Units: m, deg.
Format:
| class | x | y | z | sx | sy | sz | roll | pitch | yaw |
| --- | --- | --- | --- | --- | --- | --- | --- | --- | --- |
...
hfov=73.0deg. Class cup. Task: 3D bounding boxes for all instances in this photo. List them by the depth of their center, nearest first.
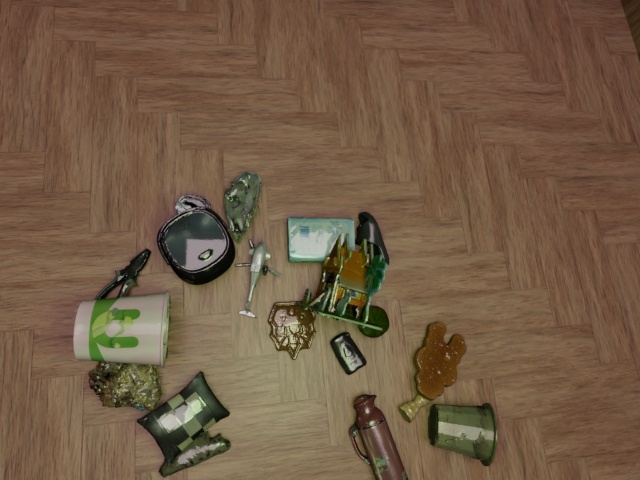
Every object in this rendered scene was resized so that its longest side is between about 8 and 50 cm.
| class | x | y | z | sx | sy | sz | roll | pitch | yaw |
| --- | --- | --- | --- | --- | --- | --- | --- | --- | --- |
| cup | -0.634 | 0.288 | 1.413 | 0.273 | 0.253 | 0.254 | 3 | 75 | -15 |

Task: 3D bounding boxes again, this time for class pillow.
| class | x | y | z | sx | sy | sz | roll | pitch | yaw |
| --- | --- | --- | --- | --- | --- | --- | --- | --- | --- |
| pillow | -0.451 | 0.587 | 1.442 | 0.249 | 0.106 | 0.186 | -33 | 93 | -28 |
| pillow | -0.427 | 0.704 | 1.454 | 0.240 | 0.051 | 0.093 | -19 | 70 | -12 |

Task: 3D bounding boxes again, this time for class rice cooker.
| class | x | y | z | sx | sy | sz | roll | pitch | yaw |
| --- | --- | --- | --- | --- | --- | --- | --- | --- | --- |
| rice cooker | -0.435 | 0.022 | 1.546 | 0.266 | 0.224 | 0.268 | 2 | 77 | -8 |

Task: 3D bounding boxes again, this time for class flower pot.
| class | x | y | z | sx | sy | sz | roll | pitch | yaw |
| --- | --- | --- | --- | --- | --- | --- | --- | --- | --- |
| flower pot | 0.500 | 0.675 | 1.543 | 0.202 | 0.212 | 0.213 | 8 | 74 | 1 |

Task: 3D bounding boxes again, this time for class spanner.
| class | x | y | z | sx | sy | sz | roll | pitch | yaw |
| --- | --- | --- | --- | --- | --- | --- | --- | --- | --- |
| spanner | -0.716 | 0.164 | 1.549 | 0.095 | 0.040 | 0.325 | 29 | 68 | 6 |

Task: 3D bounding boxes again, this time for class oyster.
| class | x | y | z | sx | sy | sz | roll | pitch | yaw |
| --- | --- | --- | --- | --- | --- | --- | --- | --- | --- |
| oyster | -0.650 | 0.479 | 1.460 | 0.198 | 0.092 | 0.260 | -42 | 82 | -21 |
| oyster | -0.293 | -0.145 | 1.684 | 0.199 | 0.087 | 0.252 | -27 | 74 | -5 |

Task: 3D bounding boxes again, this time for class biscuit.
| class | x | y | z | sx | sy | sz | roll | pitch | yaw |
| --- | --- | --- | --- | --- | --- | --- | --- | --- | --- |
| biscuit | -0.103 | 0.334 | 1.615 | 0.182 | 0.034 | 0.216 | -3 | 76 | -10 |
| biscuit | 0.444 | 0.462 | 1.651 | 0.185 | 0.044 | 0.295 | 35 | 61 | 5 |

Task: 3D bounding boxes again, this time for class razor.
| class | x | y | z | sx | sy | sz | roll | pitch | yaw |
| --- | --- | --- | --- | --- | --- | --- | --- | --- | --- |
| razor | 0.101 | 0.419 | 1.615 | 0.089 | 0.054 | 0.148 | -29 | 81 | -15 |

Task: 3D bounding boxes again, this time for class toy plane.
| class | x | y | z | sx | sy | sz | roll | pitch | yaw |
| --- | --- | --- | --- | --- | --- | --- | --- | --- | --- |
| toy plane | -0.254 | 0.136 | 1.608 | 0.181 | 0.107 | 0.273 | 29 | 77 | 5 |

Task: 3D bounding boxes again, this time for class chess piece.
| class | x | y | z | sx | sy | sz | roll | pitch | yaw |
| --- | --- | --- | --- | --- | --- | --- | --- | --- | --- |
| chess piece | 0.354 | 0.612 | 1.605 | 0.122 | 0.066 | 0.066 | -30 | 82 | -21 |

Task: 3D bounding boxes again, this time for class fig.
| class | x | y | z | sx | sy | sz | roll | pitch | yaw |
| --- | --- | --- | --- | --- | --- | --- | --- | --- | --- |
| fig | 0.201 | 0.301 | 1.611 | 0.123 | 0.156 | 0.124 | 1 | 78 | -4 |

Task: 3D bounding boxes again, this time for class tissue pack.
| class | x | y | z | sx | sy | sz | roll | pitch | yaw |
| --- | --- | --- | --- | --- | --- | --- | --- | --- | --- |
| tissue pack | 0.000 | 0.000 | 1.696 | 0.262 | 0.089 | 0.177 | 0 | 78 | -11 |

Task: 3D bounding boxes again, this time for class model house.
| class | x | y | z | sx | sy | sz | roll | pitch | yaw |
| --- | --- | --- | --- | --- | --- | --- | --- | --- | --- |
| model house | 0.088 | 0.125 | 1.499 | 0.242 | 0.357 | 0.313 | 14 | 84 | -14 |

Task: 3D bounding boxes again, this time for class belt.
| class | x | y | z | sx | sy | sz | roll | pitch | yaw |
| --- | --- | --- | --- | --- | --- | --- | --- | --- | --- |
| belt | -0.487 | -0.121 | 1.662 | 0.139 | 0.058 | 0.106 | 11 | 79 | -10 |

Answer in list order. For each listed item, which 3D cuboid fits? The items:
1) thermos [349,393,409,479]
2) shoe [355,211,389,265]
| class | x | y | z | sx | sy | sz | roll | pitch | yaw |
| --- | --- | --- | --- | --- | --- | --- | --- | --- | --- |
| thermos | 0.195 | 0.714 | 1.535 | 0.109 | 0.136 | 0.331 | -11 | 76 | -40 |
| shoe | 0.188 | 0.004 | 1.715 | 0.092 | 0.108 | 0.241 | -20 | 83 | -17 |
